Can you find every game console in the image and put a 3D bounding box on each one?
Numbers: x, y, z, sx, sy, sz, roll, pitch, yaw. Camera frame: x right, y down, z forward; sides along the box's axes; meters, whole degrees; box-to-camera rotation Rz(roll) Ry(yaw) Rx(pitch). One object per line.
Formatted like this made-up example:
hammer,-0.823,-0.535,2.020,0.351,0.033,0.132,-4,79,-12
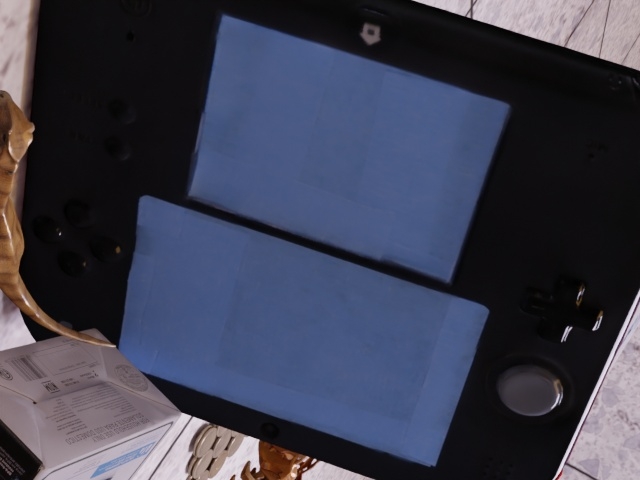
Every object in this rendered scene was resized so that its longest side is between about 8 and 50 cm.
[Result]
game console,0.000,0.000,0.810,0.060,0.387,0.342,-67,173,-49

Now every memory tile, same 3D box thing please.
memory tile,-0.104,0.213,1.456,0.148,0.012,0.113,-46,157,-43

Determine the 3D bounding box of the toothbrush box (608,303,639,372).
toothbrush box,0.107,-0.008,0.975,0.206,0.283,0.122,-43,155,-45

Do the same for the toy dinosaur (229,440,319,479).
toy dinosaur,-0.030,0.122,1.177,0.322,0.218,0.164,-50,160,-35

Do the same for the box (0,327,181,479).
box,-0.233,0.199,0.828,0.290,0.087,0.169,-51,166,15

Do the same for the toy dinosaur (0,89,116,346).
toy dinosaur,-0.186,0.000,0.722,0.064,0.112,0.211,-52,161,-30
